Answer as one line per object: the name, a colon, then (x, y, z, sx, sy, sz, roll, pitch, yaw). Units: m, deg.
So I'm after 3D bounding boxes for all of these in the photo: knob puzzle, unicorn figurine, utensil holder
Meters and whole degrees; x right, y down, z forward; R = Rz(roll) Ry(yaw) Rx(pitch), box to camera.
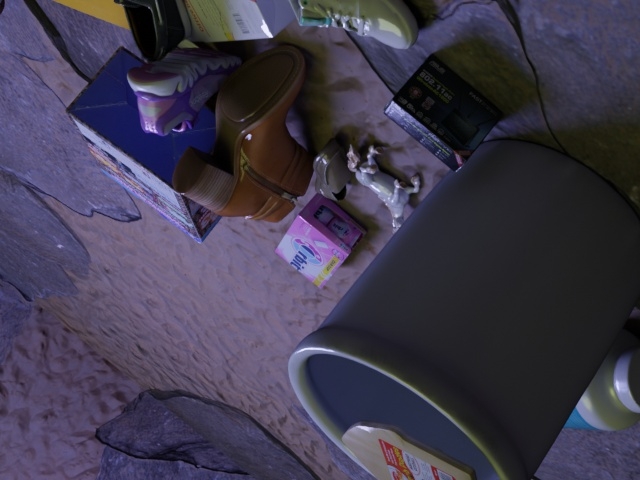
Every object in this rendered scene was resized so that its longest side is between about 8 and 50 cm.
knob puzzle: (0.109, 0.263, 1.245, 0.213, 0.030, 0.213, 31, 153, 18)
unicorn figurine: (0.101, -0.074, 1.587, 0.162, 0.060, 0.111, 53, 157, 11)
utensil holder: (0.202, 0.110, 1.356, 0.327, 0.385, 0.328, 32, 152, 19)

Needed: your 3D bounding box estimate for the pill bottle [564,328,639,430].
pill bottle: (0.376, 0.199, 1.536, 0.146, 0.146, 0.264, 49, 153, -17)

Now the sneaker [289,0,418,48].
sneaker: (0.017, -0.286, 1.310, 0.212, 0.094, 0.080, 35, 152, 9)

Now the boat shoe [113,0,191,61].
boat shoe: (-0.247, -0.350, 1.435, 0.084, 0.079, 0.233, 27, 148, 39)

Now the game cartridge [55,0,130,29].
game cartridge: (-0.372, -0.469, 1.601, 0.285, 0.053, 0.324, 25, 153, 28)

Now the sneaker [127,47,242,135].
sneaker: (-0.196, -0.216, 1.549, 0.095, 0.236, 0.105, 11, 115, 23)

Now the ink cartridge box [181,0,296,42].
ink cartridge box: (-0.132, -0.337, 1.456, 0.198, 0.067, 0.115, 8, 136, 47)

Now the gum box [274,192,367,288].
gum box: (0.000, 0.000, 1.819, 0.107, 0.062, 0.188, 39, 154, 2)

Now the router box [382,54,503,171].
router box: (0.154, -0.159, 1.330, 0.122, 0.092, 0.038, 39, 154, 0)

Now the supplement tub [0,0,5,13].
supplement tub: (-0.634, -0.476, 1.868, 0.106, 0.106, 0.198, 27, 152, 25)

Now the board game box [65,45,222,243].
board game box: (-0.261, -0.150, 1.770, 0.232, 0.141, 0.291, 36, 168, 9)

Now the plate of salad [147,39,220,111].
plate of salad: (-0.215, -0.254, 1.724, 0.199, 0.048, 0.200, 31, 152, 19)

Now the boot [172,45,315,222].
boot: (-0.066, -0.145, 1.600, 0.220, 0.283, 0.109, 19, -159, -49)

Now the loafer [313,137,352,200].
loafer: (0.023, -0.107, 1.636, 0.050, 0.056, 0.148, 33, 163, 13)
